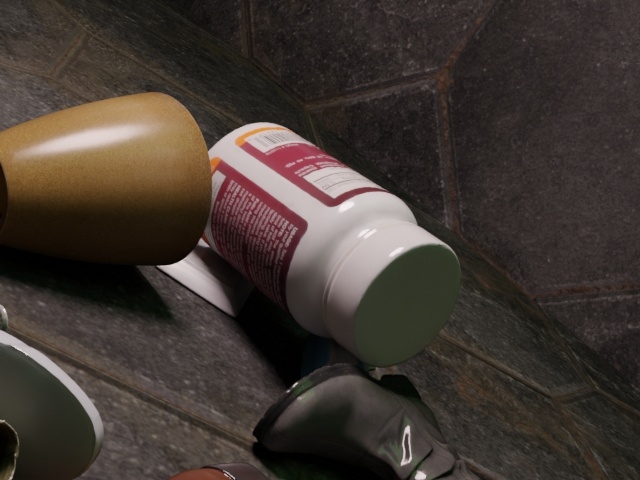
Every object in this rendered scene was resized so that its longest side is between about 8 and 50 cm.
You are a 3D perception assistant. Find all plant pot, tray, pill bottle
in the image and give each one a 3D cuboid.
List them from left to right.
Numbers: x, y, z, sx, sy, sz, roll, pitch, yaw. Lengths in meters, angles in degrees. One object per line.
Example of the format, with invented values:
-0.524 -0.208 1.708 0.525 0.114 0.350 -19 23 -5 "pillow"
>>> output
-0.310 -0.068 1.186 0.254 0.237 0.237 -10 45 -47 "plant pot"
-0.162 0.031 1.483 0.145 0.030 0.270 35 16 -3 "tray"
0.000 0.000 1.334 0.224 0.224 0.392 18 14 -45 "pill bottle"

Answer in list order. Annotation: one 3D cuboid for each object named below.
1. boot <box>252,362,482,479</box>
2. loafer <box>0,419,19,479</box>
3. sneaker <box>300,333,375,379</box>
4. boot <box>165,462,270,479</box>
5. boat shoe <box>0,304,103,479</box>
0.087 0.269 1.155 0.338 0.118 0.222 6 37 -51 "boot"
-0.276 0.187 0.629 0.268 0.092 0.101 -98 171 -69 "loafer"
0.029 0.170 1.384 0.092 0.087 0.228 39 22 -11 "sneaker"
-0.088 0.275 0.727 0.264 0.096 0.280 40 22 31 "boot"
-0.317 0.108 0.814 0.306 0.113 0.105 21 8 7 "boat shoe"
